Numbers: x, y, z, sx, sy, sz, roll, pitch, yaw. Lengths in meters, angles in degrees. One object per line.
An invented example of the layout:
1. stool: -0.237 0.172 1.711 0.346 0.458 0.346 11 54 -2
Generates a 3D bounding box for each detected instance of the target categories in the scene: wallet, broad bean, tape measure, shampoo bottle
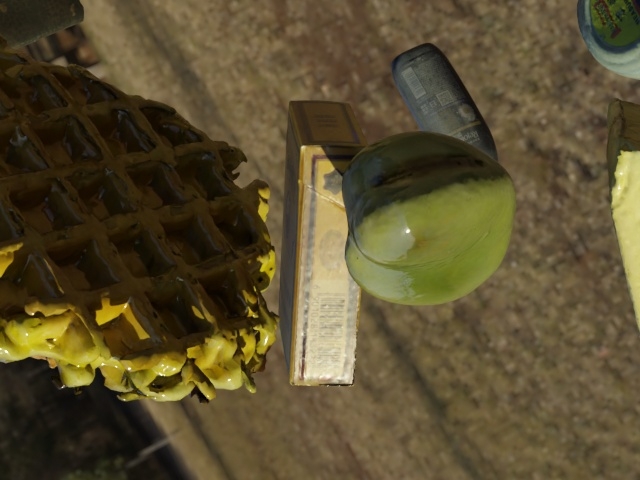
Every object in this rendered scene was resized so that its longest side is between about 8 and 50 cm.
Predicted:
1. wallet: -0.499 -0.368 2.031 0.044 0.321 0.170 -9 109 39
2. broad bean: 0.109 -0.018 1.351 0.121 0.189 0.263 64 -179 25
3. tape measure: 0.345 -0.166 1.249 0.164 0.084 0.330 -60 43 51
4. shampoo bottle: 0.185 -0.174 1.908 0.234 0.087 0.049 61 171 18

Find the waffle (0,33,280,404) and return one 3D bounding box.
1. waffle: -0.200 -0.022 1.165 0.095 0.379 0.382 -52 26 35

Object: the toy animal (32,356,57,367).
1. toy animal: -0.244 0.060 1.347 0.116 0.255 0.114 22 108 41

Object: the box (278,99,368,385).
1. box: 0.000 0.000 1.612 0.193 0.084 0.301 -108 20 -68

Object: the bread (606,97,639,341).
1. bread: 0.254 0.044 1.008 0.167 0.163 0.264 -53 -18 -71
